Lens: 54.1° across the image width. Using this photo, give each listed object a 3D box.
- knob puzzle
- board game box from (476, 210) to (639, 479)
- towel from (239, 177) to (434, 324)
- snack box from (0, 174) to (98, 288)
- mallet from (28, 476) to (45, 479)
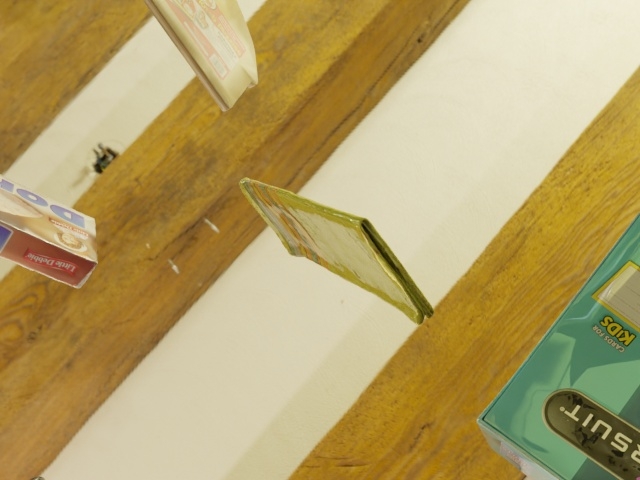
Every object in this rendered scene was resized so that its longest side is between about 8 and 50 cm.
[{"bbox_3d":[-0.137,-0.252,0.710,0.030,0.213,0.213,-24,-117,25],"label":"knob puzzle"},{"bbox_3d":[0.316,0.081,0.432,0.254,0.079,0.336,34,-104,37],"label":"board game box"},{"bbox_3d":[0.000,0.000,0.533,0.021,0.102,0.237,-45,-153,-11],"label":"towel"},{"bbox_3d":[-0.205,-0.031,0.330,0.022,0.178,0.064,-54,-148,10],"label":"snack box"},{"bbox_3d":[-0.128,0.220,0.368,0.039,0.062,0.189,-40,-103,-10],"label":"mallet"}]
